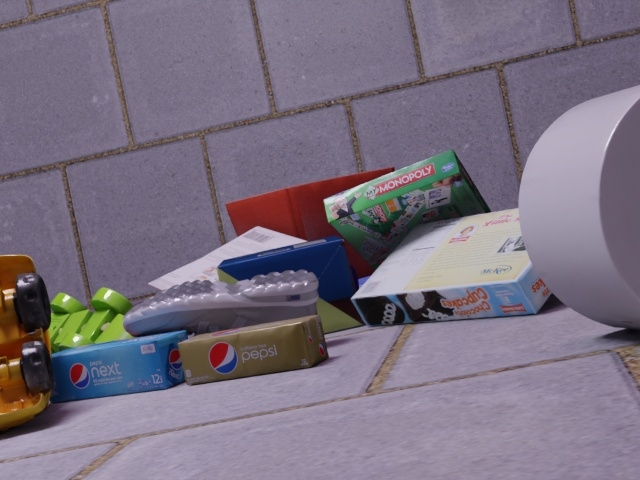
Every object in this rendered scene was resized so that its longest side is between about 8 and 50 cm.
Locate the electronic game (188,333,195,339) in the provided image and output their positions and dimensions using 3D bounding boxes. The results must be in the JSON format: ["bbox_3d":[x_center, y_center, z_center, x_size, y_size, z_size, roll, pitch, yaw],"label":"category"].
[{"bbox_3d":[-0.261,0.167,1.778,0.229,0.048,0.229,-14,9,2],"label":"electronic game"}]

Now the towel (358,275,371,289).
[{"bbox_3d":[0.205,0.064,2.060,0.243,0.040,0.336,-14,3,-25],"label":"towel"}]

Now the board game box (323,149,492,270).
[{"bbox_3d":[0.161,-0.024,1.769,0.213,0.046,0.317,-20,-27,14],"label":"board game box"}]

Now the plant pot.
[{"bbox_3d":[0.000,0.000,2.258,0.267,0.236,0.267,-13,2,-33],"label":"plant pot"}]

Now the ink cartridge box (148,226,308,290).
[{"bbox_3d":[-0.135,0.074,2.014,0.261,0.066,0.296,-29,24,-26],"label":"ink cartridge box"}]

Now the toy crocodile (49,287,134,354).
[{"bbox_3d":[-0.366,0.151,1.695,0.340,0.105,0.115,-7,43,48],"label":"toy crocodile"}]

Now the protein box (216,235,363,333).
[{"bbox_3d":[-0.050,0.079,1.740,0.199,0.136,0.201,-12,2,-2],"label":"protein box"}]

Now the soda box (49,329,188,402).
[{"bbox_3d":[-0.278,0.172,1.502,0.210,0.067,0.071,-10,3,30],"label":"soda box"}]

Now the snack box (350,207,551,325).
[{"bbox_3d":[0.210,0.035,1.549,0.322,0.060,0.187,-9,30,50],"label":"snack box"}]

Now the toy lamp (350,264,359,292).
[{"bbox_3d":[-0.066,0.103,2.086,0.274,0.080,0.080,-9,3,23],"label":"toy lamp"}]

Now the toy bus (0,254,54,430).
[{"bbox_3d":[-0.410,0.162,1.425,0.149,0.220,0.211,-11,-31,-5],"label":"toy bus"}]

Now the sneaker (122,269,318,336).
[{"bbox_3d":[-0.137,0.117,1.526,0.281,0.115,0.105,-6,12,9],"label":"sneaker"}]

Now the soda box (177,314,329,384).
[{"bbox_3d":[-0.086,0.139,1.401,0.181,0.058,0.061,-12,2,23],"label":"soda box"}]

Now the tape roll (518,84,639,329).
[{"bbox_3d":[0.339,-0.034,1.076,0.246,0.246,0.169,-13,3,-15],"label":"tape roll"}]
